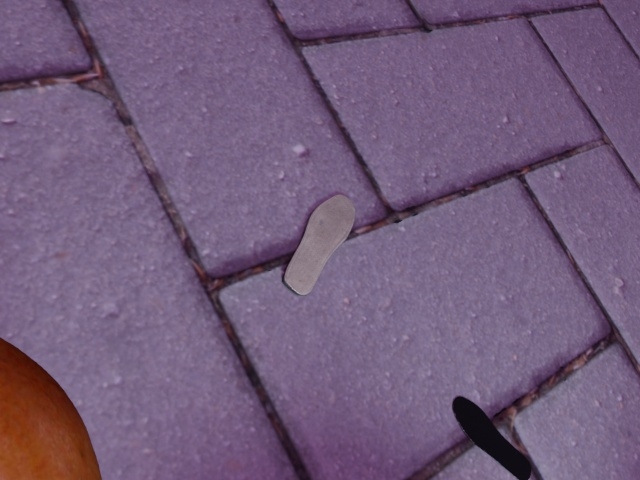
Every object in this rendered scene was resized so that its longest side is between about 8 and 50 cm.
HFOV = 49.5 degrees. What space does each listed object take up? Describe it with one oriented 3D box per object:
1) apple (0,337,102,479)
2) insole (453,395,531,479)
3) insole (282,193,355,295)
[{"bbox_3d":[-0.268,0.180,0.407,0.299,0.275,0.298,17,56,-26],"label":"apple"},{"bbox_3d":[0.240,0.278,0.974,0.153,0.002,0.053,42,51,-4],"label":"insole"},{"bbox_3d":[0.000,0.000,0.978,0.063,0.010,0.192,37,51,-9],"label":"insole"}]
